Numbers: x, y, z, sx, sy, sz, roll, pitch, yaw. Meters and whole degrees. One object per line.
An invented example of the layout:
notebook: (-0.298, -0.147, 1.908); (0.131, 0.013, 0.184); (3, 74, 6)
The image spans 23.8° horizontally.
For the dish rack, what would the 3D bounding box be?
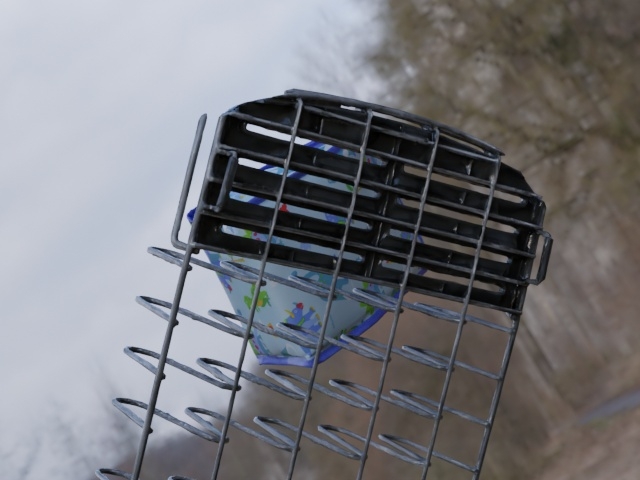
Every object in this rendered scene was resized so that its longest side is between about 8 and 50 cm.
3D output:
dish rack: (-0.007, 0.073, 0.671); (0.208, 0.272, 0.074); (13, 2, -36)

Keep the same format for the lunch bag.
lunch bag: (0.000, 0.000, 1.086); (0.151, 0.129, 0.096); (-34, 17, -28)
